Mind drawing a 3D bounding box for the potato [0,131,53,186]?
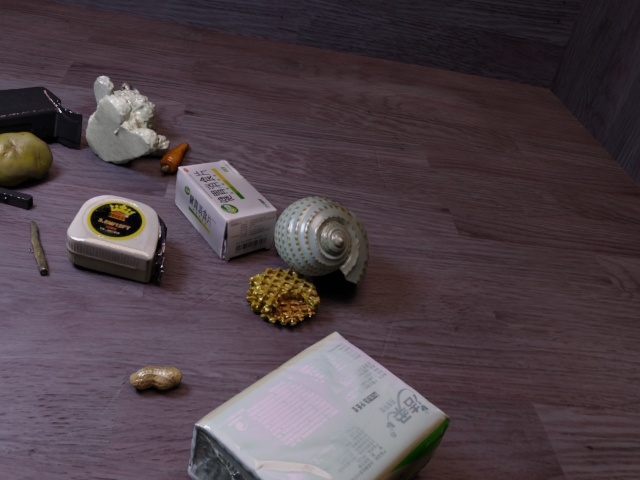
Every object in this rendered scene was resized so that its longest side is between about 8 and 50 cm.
[{"bbox_3d":[-0.918,-0.249,2.018,0.154,0.137,0.200,32,36,24],"label":"potato"}]

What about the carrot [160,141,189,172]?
[{"bbox_3d":[-0.494,-0.299,2.322,0.061,0.061,0.256,15,30,2],"label":"carrot"}]

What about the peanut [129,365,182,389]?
[{"bbox_3d":[-0.363,0.304,1.477,0.113,0.054,0.054,1,35,-15],"label":"peanut"}]

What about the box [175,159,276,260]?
[{"bbox_3d":[-0.289,-0.097,2.015,0.173,0.145,0.333,-15,43,-33],"label":"box"}]

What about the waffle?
[{"bbox_3d":[-0.095,0.147,1.788,0.197,0.070,0.193,34,38,29],"label":"waffle"}]

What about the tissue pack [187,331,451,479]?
[{"bbox_3d":[-0.001,0.405,1.316,0.332,0.205,0.405,34,38,28],"label":"tissue pack"}]

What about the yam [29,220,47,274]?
[{"bbox_3d":[-0.759,0.015,1.788,0.027,0.029,0.234,22,20,-41],"label":"yam"}]

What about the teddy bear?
[{"bbox_3d":[-0.614,-0.433,2.256,0.327,0.375,0.362,50,50,-19],"label":"teddy bear"}]

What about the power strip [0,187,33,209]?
[{"bbox_3d":[-0.889,-0.122,1.931,0.111,0.038,0.029,14,34,3],"label":"power strip"}]

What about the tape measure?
[{"bbox_3d":[-0.523,-0.006,1.815,0.271,0.133,0.231,14,41,-2],"label":"tape measure"}]

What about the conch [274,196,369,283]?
[{"bbox_3d":[0.009,-0.013,1.889,0.303,0.215,0.319,23,12,-27],"label":"conch"}]

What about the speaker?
[{"bbox_3d":[-0.989,-0.367,2.140,0.388,0.180,0.184,-21,51,-41],"label":"speaker"}]
